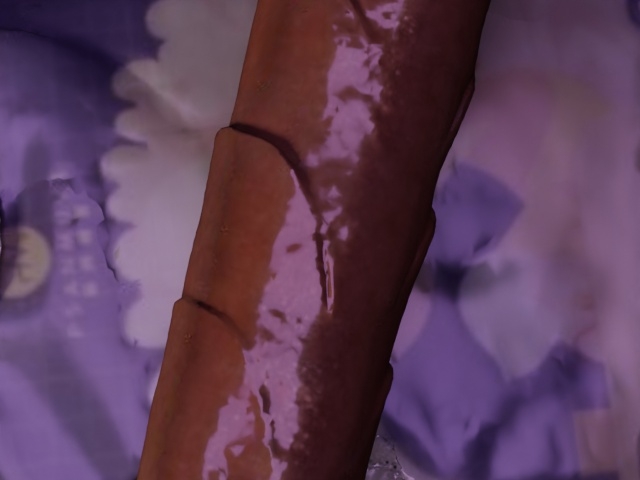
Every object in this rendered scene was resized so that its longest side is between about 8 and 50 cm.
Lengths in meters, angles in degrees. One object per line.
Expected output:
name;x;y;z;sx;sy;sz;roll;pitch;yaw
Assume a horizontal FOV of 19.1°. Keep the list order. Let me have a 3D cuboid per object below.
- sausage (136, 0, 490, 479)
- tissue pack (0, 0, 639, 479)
sausage;-0.001;-0.001;0.669;0.088;0.088;0.433;15;76;2
tissue pack;0.018;0.009;0.776;0.343;0.125;0.242;-5;77;-5
